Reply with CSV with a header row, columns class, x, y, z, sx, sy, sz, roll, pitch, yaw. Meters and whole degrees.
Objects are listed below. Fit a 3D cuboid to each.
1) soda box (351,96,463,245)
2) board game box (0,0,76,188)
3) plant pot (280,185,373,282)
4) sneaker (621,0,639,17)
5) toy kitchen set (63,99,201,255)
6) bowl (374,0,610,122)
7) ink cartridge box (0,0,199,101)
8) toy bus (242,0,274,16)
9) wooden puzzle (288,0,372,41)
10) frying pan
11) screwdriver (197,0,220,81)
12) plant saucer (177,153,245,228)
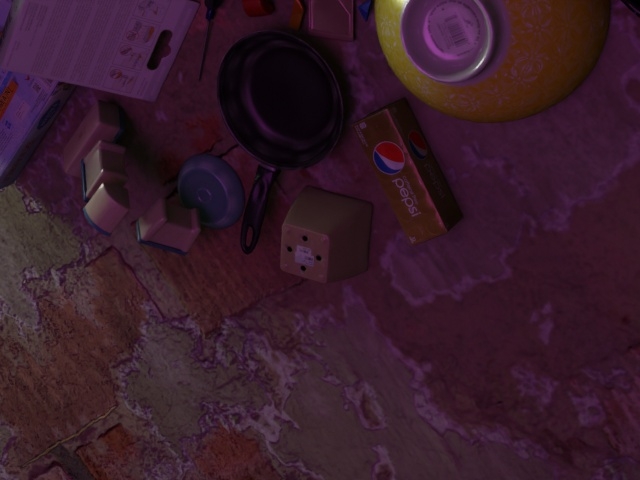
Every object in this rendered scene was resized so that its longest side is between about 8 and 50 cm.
class,x,y,z,sx,sy,sz,roll,pitch,yaw
soda box,0.116,-0.090,1.528,0.061,0.058,0.181,-21,100,35
board game box,-0.541,-0.288,1.814,0.318,0.066,0.319,47,127,3
plant pot,0.000,0.000,1.613,0.109,0.096,0.109,16,118,23
sneaker,0.332,-0.329,1.271,0.232,0.090,0.081,50,127,1
toy kitchen set,-0.283,-0.077,1.749,0.122,0.166,0.207,-46,41,36
bowl,0.175,-0.258,1.357,0.289,0.156,0.290,13,118,25
ink cartridge box,-0.313,-0.300,1.628,0.189,0.232,0.066,-58,40,36
toy bus,-0.085,-0.379,1.481,0.202,0.104,0.191,19,161,-26
wooden puzzle,0.013,-0.298,1.521,0.116,0.014,0.079,19,124,22
frying pan,-0.043,-0.132,1.605,0.197,0.053,0.326,4,115,29
screwdriver,-0.159,-0.297,1.621,0.025,0.024,0.170,54,141,36
plant saucer,-0.168,-0.069,1.725,0.119,0.021,0.119,12,117,25
